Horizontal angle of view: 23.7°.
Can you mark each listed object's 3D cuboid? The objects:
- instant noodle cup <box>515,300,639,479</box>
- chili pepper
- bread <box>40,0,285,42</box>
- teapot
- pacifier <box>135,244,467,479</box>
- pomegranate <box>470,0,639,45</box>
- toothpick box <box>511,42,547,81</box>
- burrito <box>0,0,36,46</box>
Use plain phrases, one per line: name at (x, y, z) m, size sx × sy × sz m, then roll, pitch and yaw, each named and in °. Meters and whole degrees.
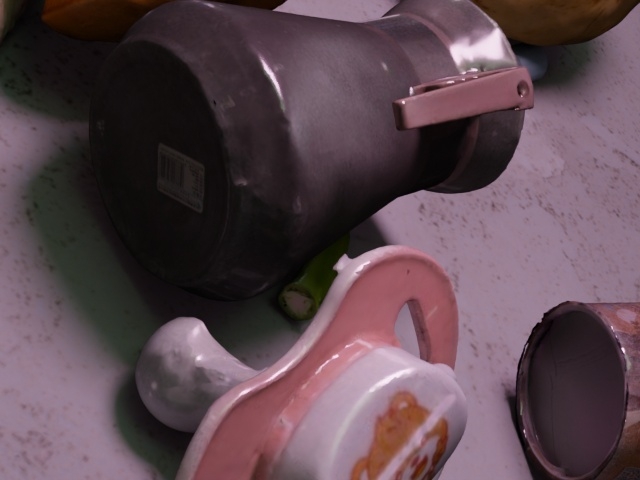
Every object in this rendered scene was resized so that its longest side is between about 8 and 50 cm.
instant noodle cup at (0.313, 0.148, 1.435) m, size 0.207 × 0.217 × 0.217 m, roll 5°, pitch 50°, yaw -27°
chili pepper at (0.000, 0.000, 1.446) m, size 0.201 × 0.050 × 0.052 m, roll -79°, pitch 149°, yaw -49°
bread at (-0.125, -0.257, 1.386) m, size 0.270 × 0.195 × 0.142 m, roll -11°, pitch 96°, yaw -6°
teapot at (0.008, -0.104, 1.326) m, size 0.344 × 0.300 × 0.253 m, roll -19°, pitch 102°, yaw -38°
pacifier at (-0.015, 0.141, 1.160) m, size 0.273 × 0.220 × 0.332 m, roll 42°, pitch 62°, yaw 3°
pomegranate at (0.272, -0.378, 1.815) m, size 0.333 × 0.332 × 0.332 m, roll 22°, pitch 42°, yaw -21°
toothpick box at (0.228, -0.206, 1.816) m, size 0.052 × 0.052 × 0.083 m, roll 51°, pitch 38°, yaw 13°
burrito at (-0.340, -0.245, 1.325) m, size 0.135 × 0.190 × 0.332 m, roll 8°, pitch 38°, yaw 9°
